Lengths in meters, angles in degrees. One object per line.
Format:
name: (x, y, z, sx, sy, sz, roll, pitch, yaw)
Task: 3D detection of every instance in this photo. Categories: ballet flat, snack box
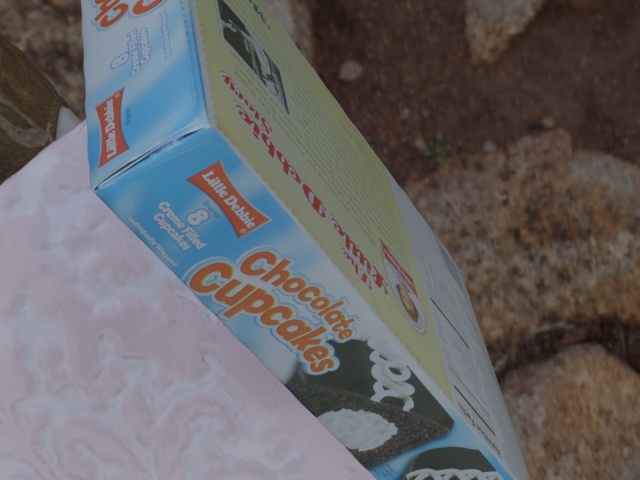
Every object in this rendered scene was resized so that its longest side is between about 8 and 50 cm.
ballet flat: (-0.198, 0.008, 1.030, 0.124, 0.342, 0.116, 1, 17, 0)
snack box: (0.000, 0.000, 0.674, 0.060, 0.322, 0.187, -28, 42, 14)

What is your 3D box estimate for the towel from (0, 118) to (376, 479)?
towel: (-0.132, 0.130, 0.837, 0.317, 0.053, 0.332, -39, 86, 16)
